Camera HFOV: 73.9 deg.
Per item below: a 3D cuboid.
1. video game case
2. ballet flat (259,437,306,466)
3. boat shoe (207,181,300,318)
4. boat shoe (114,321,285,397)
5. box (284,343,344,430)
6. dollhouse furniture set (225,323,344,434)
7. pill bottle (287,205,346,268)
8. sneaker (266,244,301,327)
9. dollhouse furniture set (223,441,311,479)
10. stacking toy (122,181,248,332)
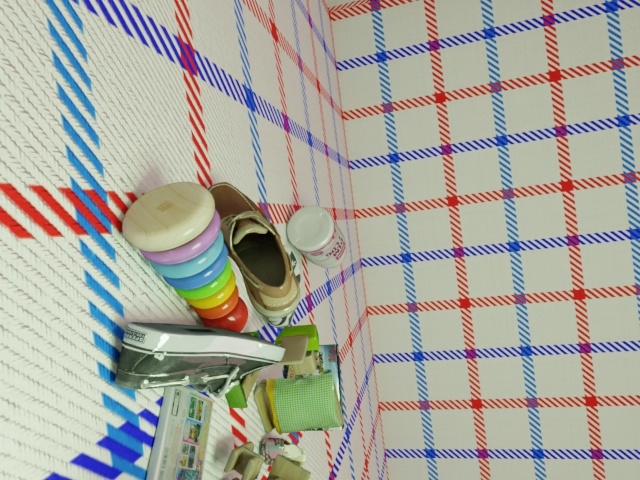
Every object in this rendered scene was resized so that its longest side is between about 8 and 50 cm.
[{"bbox_3d":[-0.231,0.334,0.718,0.143,0.019,0.157,64,23,-54],"label":"video game case"},{"bbox_3d":[-0.082,0.547,1.083,0.221,0.079,0.076,65,22,-53],"label":"ballet flat"},{"bbox_3d":[-0.134,-0.007,0.825,0.324,0.123,0.116,53,-21,25],"label":"boat shoe"},{"bbox_3d":[-0.180,0.201,0.695,0.306,0.113,0.104,24,77,-55],"label":"boat shoe"},{"bbox_3d":[-0.021,0.421,1.224,0.044,0.159,0.232,38,46,-73],"label":"box"},{"bbox_3d":[-0.074,0.362,0.961,0.151,0.198,0.301,-69,149,-65],"label":"dollhouse furniture set"},{"bbox_3d":[0.000,0.000,1.508,0.283,0.161,0.160,50,36,-66],"label":"pill bottle"},{"bbox_3d":[-0.114,0.106,1.134,0.153,0.094,0.234,71,26,-68],"label":"sneaker"},{"bbox_3d":[-0.089,0.540,0.815,0.241,0.212,0.161,-68,159,-6],"label":"dollhouse furniture set"},{"bbox_3d":[-0.203,0.064,0.748,0.141,0.141,0.330,-83,164,-44],"label":"stacking toy"}]
